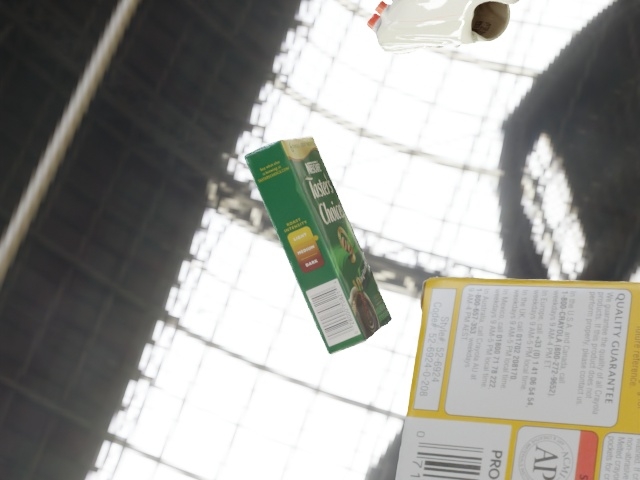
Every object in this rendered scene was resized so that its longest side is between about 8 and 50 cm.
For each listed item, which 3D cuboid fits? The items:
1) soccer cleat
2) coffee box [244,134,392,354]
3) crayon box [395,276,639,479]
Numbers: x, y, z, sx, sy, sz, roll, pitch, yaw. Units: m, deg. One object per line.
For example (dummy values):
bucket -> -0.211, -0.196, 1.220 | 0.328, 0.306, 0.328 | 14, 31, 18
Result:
soccer cleat -> 0.078, -0.144, 0.831 | 0.068, 0.076, 0.196 | -55, 0, -6
coffee box -> 0.000, 0.000, 1.154 | 0.184, 0.040, 0.113 | 67, -165, 1
crayon box -> 0.201, 0.130, 0.709 | 0.083, 0.322, 0.203 | 37, -121, -55
